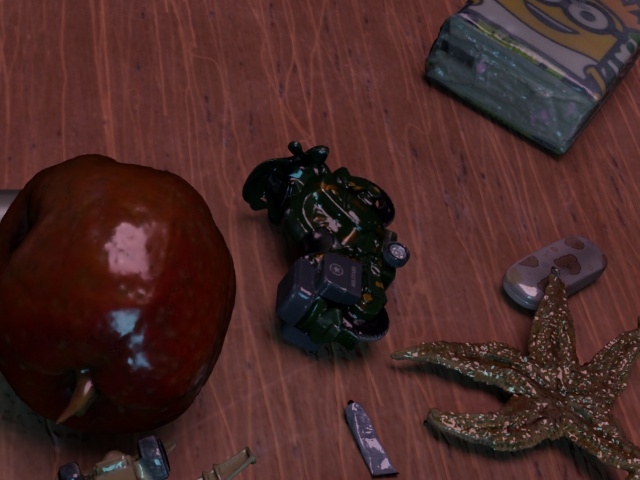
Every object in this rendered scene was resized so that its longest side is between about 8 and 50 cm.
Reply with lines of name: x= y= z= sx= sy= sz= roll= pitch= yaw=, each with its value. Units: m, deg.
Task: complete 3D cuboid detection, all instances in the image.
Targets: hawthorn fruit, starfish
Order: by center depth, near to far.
hawthorn fruit: x=-0.197 y=0.053 z=1.461 sx=0.258 sy=0.258 sz=0.262 roll=-3 pitch=74 yaw=-28
starfish: x=0.248 y=0.149 z=1.701 sx=0.299 sy=0.060 sz=0.302 roll=29 pitch=46 yaw=16

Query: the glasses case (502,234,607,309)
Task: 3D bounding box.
glasses case: x=0.280 y=0.037 z=1.852 sx=0.164 sy=0.041 sz=0.063 roll=-23 pitch=59 yaw=-41

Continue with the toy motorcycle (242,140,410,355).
toy motorcycle: x=0.000 y=0.000 z=1.701 sx=0.187 sy=0.125 sz=0.275 roll=22 pitch=39 yaw=-16

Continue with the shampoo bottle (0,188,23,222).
shampoo bottle: x=-0.355 y=-0.010 z=1.564 sx=0.262 sy=0.085 sz=0.085 roll=-2 pitch=46 yaw=-27

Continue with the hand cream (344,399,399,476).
hand cream: x=0.048 y=0.203 z=1.583 sx=0.030 sy=0.019 sz=0.093 roll=-4 pitch=54 yaw=-32

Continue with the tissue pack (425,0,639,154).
tissue pack: x=0.311 y=-0.275 z=2.142 sx=0.228 sy=0.128 sz=0.311 roll=33 pitch=41 yaw=8

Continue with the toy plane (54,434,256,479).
toy plane: x=-0.164 y=0.231 z=1.316 sx=0.241 sy=0.104 sz=0.256 roll=-16 pitch=8 yaw=-8
